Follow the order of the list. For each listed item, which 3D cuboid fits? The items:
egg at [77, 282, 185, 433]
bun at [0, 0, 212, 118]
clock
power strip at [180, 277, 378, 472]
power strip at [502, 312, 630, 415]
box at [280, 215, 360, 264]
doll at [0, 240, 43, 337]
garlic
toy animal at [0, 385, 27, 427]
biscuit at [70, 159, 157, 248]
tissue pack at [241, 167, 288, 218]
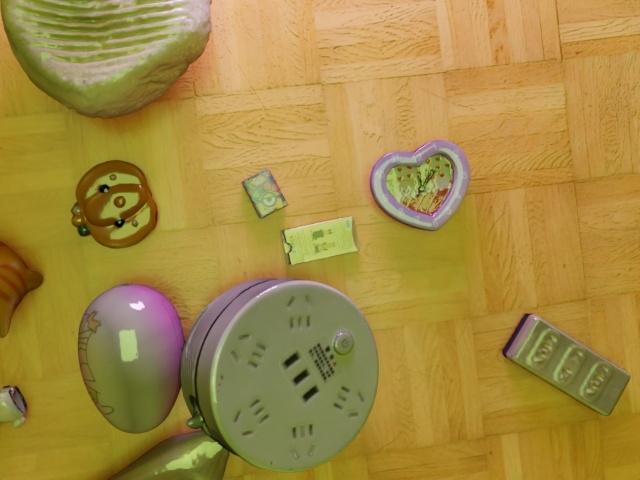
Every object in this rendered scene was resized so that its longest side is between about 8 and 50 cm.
[{"bbox_3d":[-0.344,0.214,1.326,0.196,0.196,0.272,8,101,-6],"label":"egg"},{"bbox_3d":[-0.365,-0.389,1.284,0.348,0.227,0.353,0,89,-6],"label":"bun"},{"bbox_3d":[0.200,-0.101,1.437,0.197,0.064,0.172,-17,94,-5],"label":"clock"},{"bbox_3d":[-0.078,0.242,1.309,0.357,0.161,0.358,0,90,-30],"label":"power strip"},{"bbox_3d":[0.506,0.255,1.481,0.256,0.070,0.105,31,89,-7],"label":"power strip"},{"bbox_3d":[0.000,0.000,1.441,0.148,0.020,0.073,-11,94,-6],"label":"box"},{"bbox_3d":[-0.660,0.049,1.302,0.269,0.162,0.167,25,65,-1],"label":"doll"},{"bbox_3d":[-0.309,0.463,1.376,0.318,0.112,0.143,-29,116,-8],"label":"garlic"},{"bbox_3d":[-0.616,0.331,1.360,0.124,0.071,0.085,-29,113,-13],"label":"toy animal"},{"bbox_3d":[-0.397,-0.065,1.380,0.170,0.050,0.171,0,91,-6],"label":"biscuit"},{"bbox_3d":[-0.109,-0.092,1.419,0.063,0.035,0.083,-27,93,-4],"label":"tissue pack"}]
